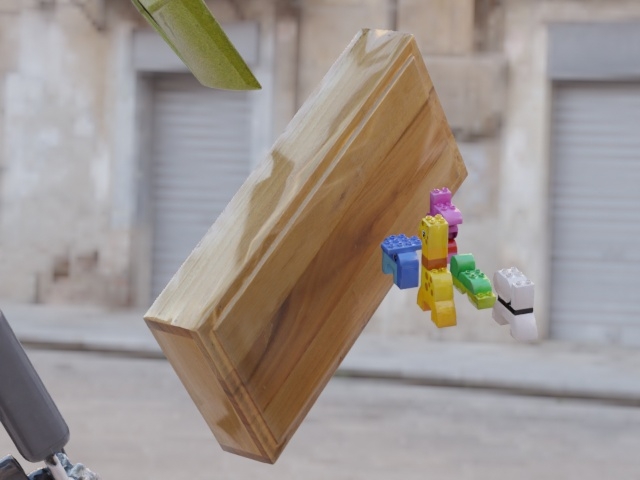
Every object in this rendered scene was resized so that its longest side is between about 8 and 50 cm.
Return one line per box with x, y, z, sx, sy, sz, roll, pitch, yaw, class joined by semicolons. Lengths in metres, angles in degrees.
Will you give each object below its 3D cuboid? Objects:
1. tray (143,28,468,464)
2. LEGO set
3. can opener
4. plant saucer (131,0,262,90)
0.000;0.000;1.850;0.076;0.411;0.203;12;-37;36;tray
0.117;0.010;1.724;0.087;0.093;0.227;-9;25;-19;LEGO set
-0.248;0.152;1.498;0.093;0.280;0.074;-30;42;-16;can opener
-0.152;-0.232;1.770;0.188;0.045;0.188;49;-3;35;plant saucer
